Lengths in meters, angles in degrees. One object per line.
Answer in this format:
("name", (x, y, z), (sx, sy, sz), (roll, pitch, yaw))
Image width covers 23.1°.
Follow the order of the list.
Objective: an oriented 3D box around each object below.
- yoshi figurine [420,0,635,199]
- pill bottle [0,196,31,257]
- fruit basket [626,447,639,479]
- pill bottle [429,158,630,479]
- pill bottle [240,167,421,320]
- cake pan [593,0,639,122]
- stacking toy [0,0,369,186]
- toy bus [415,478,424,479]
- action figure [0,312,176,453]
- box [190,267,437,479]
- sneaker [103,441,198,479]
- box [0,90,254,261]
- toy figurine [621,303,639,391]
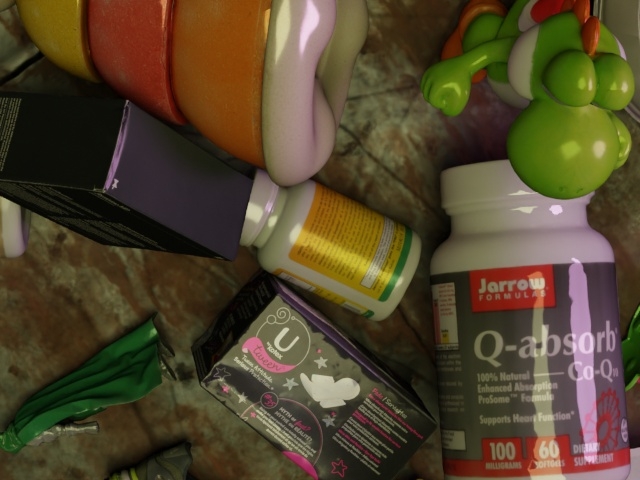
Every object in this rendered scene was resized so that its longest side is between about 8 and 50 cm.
("yoshi figurine", (0.228, -0.146, 1.643), (0.203, 0.362, 0.203), (-30, 105, 2))
("pill bottle", (-0.454, -0.058, 1.708), (0.264, 0.153, 0.153), (1, 104, -5))
("fruit basket", (0.414, 0.405, 1.906), (0.353, 0.165, 0.327), (-7, 105, -7))
("pill bottle", (0.230, 0.096, 1.752), (0.210, 0.210, 0.363), (-4, 87, -5))
("pill bottle", (0.000, 0.000, 1.785), (0.208, 0.117, 0.118), (25, 100, -11))
("cake pan", (0.435, -0.256, 1.739), (0.293, 0.054, 0.293), (-6, 102, -28))
("stacking toy", (-0.199, -0.260, 1.638), (0.479, 0.350, 0.351), (10, 103, 8))
("toy bus", (0.074, 0.425, 1.884), (0.149, 0.220, 0.211), (44, 129, -18))
("action figure", (-0.277, 0.185, 1.817), (0.232, 0.137, 0.063), (-28, 118, 11))
("box", (-0.009, 0.166, 1.802), (0.247, 0.163, 0.142), (41, 93, -14))
("sneaker", (-0.128, 0.373, 1.875), (0.121, 0.111, 0.300), (-36, 107, 0))
("box", (-0.216, -0.065, 1.641), (0.184, 0.261, 0.103), (10, 79, 29))
("toy figurine", (0.457, 0.145, 1.880), (0.159, 0.130, 0.173), (24, 123, -20))
